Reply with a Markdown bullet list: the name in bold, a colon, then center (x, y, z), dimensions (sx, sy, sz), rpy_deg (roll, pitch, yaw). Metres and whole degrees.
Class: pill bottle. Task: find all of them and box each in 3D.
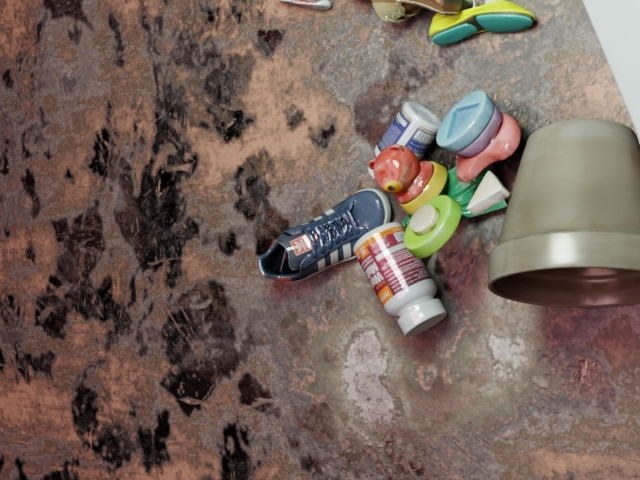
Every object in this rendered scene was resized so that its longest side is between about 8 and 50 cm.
- **pill bottle**: center (0.172, -0.198, 1.946), dimensions (0.094, 0.094, 0.169), rpy_deg (49, 119, 26)
- **pill bottle**: center (0.168, 0.082, 1.945), dimensions (0.121, 0.121, 0.221), rpy_deg (-40, 68, 32)

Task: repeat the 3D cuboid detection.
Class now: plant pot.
- **plant pot**: center (0.456, -0.048, 1.624), dimensions (0.323, 0.323, 0.280), rpy_deg (-10, 69, 38)

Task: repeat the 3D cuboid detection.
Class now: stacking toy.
- **stacking toy**: center (0.220, -0.135, 1.756), dimensions (0.309, 0.130, 0.279), rpy_deg (-39, 25, 33)

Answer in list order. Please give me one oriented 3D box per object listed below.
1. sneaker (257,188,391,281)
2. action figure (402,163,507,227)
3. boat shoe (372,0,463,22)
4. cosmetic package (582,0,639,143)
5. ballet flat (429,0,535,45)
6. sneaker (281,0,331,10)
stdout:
- **sneaker**: center (0.000, 0.000, 2.058), dimensions (0.350, 0.148, 0.131), rpy_deg (-36, 70, 33)
- **action figure**: center (0.260, -0.083, 1.901), dimensions (0.232, 0.063, 0.137), rpy_deg (-29, 76, 32)
- **boat shoe**: center (0.166, -0.513, 1.924), dimensions (0.324, 0.122, 0.120), rpy_deg (40, 125, 44)
- **cosmetic package**: center (0.586, -0.358, 1.571), dimensions (0.197, 0.155, 0.365), rpy_deg (-26, 77, 37)
- **ballet flat**: center (0.316, -0.447, 1.838), dimensions (0.231, 0.077, 0.077), rpy_deg (-4, 71, 40)
- **sneaker**: center (-0.038, -0.567, 2.120), dimensions (0.158, 0.061, 0.065), rpy_deg (22, 99, 35)
